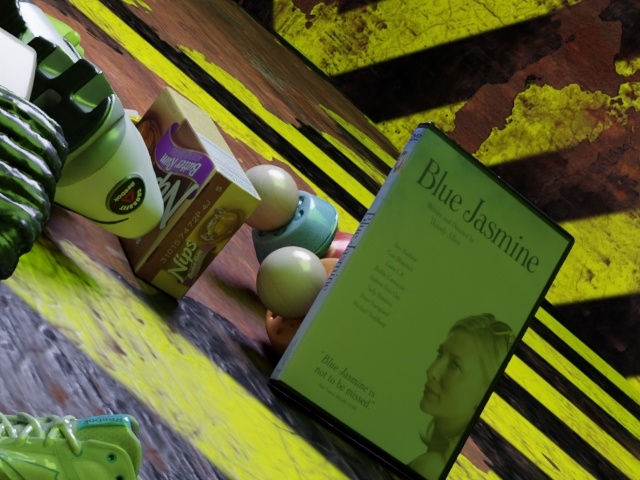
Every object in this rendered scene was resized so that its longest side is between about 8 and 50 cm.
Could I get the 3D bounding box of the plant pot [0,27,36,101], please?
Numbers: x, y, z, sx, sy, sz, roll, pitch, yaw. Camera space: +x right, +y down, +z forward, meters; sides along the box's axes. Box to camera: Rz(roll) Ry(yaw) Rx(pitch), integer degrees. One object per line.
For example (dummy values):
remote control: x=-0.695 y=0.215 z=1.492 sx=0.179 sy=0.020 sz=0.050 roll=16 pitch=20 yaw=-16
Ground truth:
plant pot: x=-0.257 y=-0.088 z=1.000 sx=0.109 sy=0.109 sz=0.096 roll=33 pitch=25 yaw=-38

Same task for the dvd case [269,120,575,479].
dvd case: x=0.090 y=0.055 z=1.251 sx=0.180 sy=0.253 sz=0.022 roll=36 pitch=-14 yaw=-22

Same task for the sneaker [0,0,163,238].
sneaker: x=-0.229 y=-0.105 z=1.191 sx=0.330 sy=0.122 sz=0.146 roll=48 pitch=-6 yaw=42

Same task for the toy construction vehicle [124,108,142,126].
toy construction vehicle: x=-0.168 y=-0.096 z=1.577 sx=0.098 sy=0.035 sz=0.086 roll=41 pitch=20 yaw=21

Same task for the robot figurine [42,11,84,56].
robot figurine: x=-0.277 y=-0.187 z=1.445 sx=0.101 sy=0.067 sz=0.115 roll=25 pitch=1 yaw=33

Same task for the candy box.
candy box: x=-0.123 y=-0.043 z=1.265 sx=0.053 sy=0.109 sz=0.187 roll=34 pitch=12 yaw=-29

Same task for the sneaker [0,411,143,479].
sneaker: x=-0.127 y=0.100 z=0.689 sx=0.190 sy=0.083 sz=0.071 roll=35 pitch=12 yaw=-22

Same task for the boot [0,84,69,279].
boot: x=-0.233 y=-0.132 z=0.789 sx=0.260 sy=0.348 sz=0.131 roll=32 pitch=-27 yaw=-22

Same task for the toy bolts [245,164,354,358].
toy bolts: x=0.021 y=0.003 z=1.337 sx=0.158 sy=0.218 sz=0.228 roll=50 pitch=-4 yaw=-33
